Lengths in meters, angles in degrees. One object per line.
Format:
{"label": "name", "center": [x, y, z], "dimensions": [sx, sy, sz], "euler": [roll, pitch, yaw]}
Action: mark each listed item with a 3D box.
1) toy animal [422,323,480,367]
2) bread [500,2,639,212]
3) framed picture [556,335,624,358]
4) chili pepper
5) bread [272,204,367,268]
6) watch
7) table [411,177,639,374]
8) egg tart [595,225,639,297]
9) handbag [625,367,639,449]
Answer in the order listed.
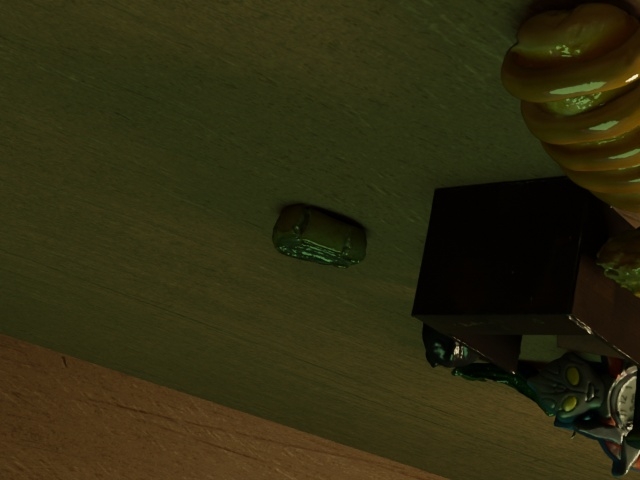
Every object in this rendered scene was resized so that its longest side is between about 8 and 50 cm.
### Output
{"label": "toy animal", "center": [0.226, 0.131, 1.873], "dimensions": [0.106, 0.168, 0.343], "euler": [10, 174, 6]}
{"label": "bread", "center": [0.308, -0.127, 1.189], "dimensions": [0.172, 0.121, 0.311], "euler": [-3, 152, 42]}
{"label": "framed picture", "center": [0.460, 0.140, 1.884], "dimensions": [0.127, 0.023, 0.168], "euler": [8, 147, 18]}
{"label": "chili pepper", "center": [0.406, 0.291, 2.255], "dimensions": [0.278, 0.122, 0.065], "euler": [22, 133, 29]}
{"label": "bread", "center": [0.000, 0.000, 1.815], "dimensions": [0.156, 0.064, 0.117], "euler": [17, 161, -5]}
{"label": "watch", "center": [0.518, 0.298, 2.054], "dimensions": [0.305, 0.242, 0.274], "euler": [12, 173, 7]}
{"label": "table", "center": [0.318, 0.062, 1.590], "dimensions": [0.250, 0.196, 0.282], "euler": [-5, 155, 40]}
{"label": "egg tart", "center": [0.547, 0.024, 1.376], "dimensions": [0.339, 0.153, 0.351], "euler": [23, 158, -24]}
{"label": "handbag", "center": [0.613, 0.223, 1.735], "dimensions": [0.222, 0.241, 0.263], "euler": [23, 160, -23]}
